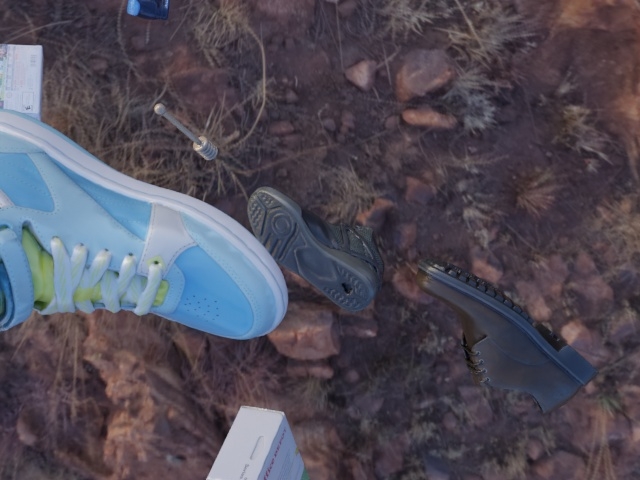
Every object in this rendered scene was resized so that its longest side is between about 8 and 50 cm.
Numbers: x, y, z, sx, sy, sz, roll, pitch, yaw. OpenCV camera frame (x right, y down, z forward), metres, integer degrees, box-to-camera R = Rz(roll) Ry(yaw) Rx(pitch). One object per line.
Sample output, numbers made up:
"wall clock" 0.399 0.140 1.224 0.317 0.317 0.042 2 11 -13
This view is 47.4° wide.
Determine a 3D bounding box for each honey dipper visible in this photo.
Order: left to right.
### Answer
"honey dipper" -0.228 -0.186 1.237 0.030 0.030 0.161 -30 148 10

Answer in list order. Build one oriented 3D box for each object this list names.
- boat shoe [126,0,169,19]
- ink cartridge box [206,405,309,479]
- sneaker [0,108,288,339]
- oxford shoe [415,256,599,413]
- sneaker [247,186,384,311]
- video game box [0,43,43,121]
"boat shoe" -0.320 -0.525 1.467 0.089 0.258 0.109 18 149 -16
"ink cartridge box" -0.101 0.414 1.265 0.093 0.154 0.212 5 134 20
"sneaker" -0.195 0.033 0.570 0.319 0.208 0.127 26 125 2
"oxford shoe" 0.177 0.104 0.753 0.227 0.083 0.096 39 97 -9
"sneaker" 0.000 0.000 1.060 0.227 0.130 0.087 37 116 9
"video game box" -0.773 -0.382 1.765 0.187 0.205 0.048 0 156 -16
